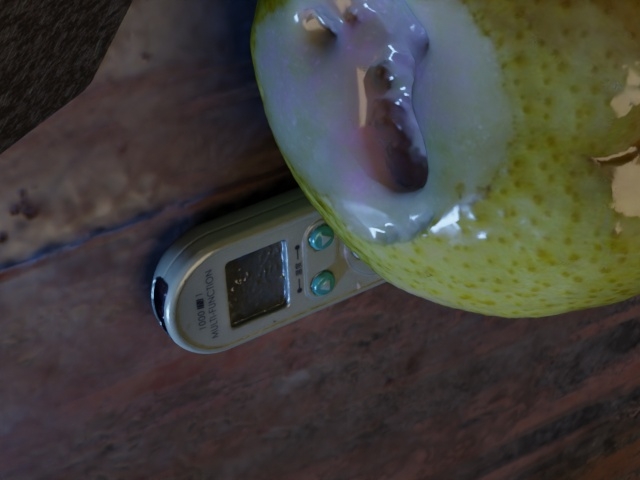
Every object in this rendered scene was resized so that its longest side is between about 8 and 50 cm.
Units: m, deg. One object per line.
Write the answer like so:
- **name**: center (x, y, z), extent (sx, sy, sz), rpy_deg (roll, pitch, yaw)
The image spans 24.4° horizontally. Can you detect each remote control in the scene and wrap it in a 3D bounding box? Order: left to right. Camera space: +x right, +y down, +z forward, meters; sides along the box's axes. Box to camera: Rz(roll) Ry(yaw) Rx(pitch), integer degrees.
- **remote control**: center (0.000, 0.000, 0.870), extent (0.221, 0.042, 0.078), rpy_deg (-21, 131, -24)

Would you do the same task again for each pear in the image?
- **pear**: center (0.098, -0.089, 0.739), extent (0.271, 0.271, 0.271), rpy_deg (-20, 129, -27)

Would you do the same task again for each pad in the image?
- **pad**: center (-0.135, -0.067, 0.614), extent (0.158, 0.003, 0.235), rpy_deg (-54, 177, 42)
